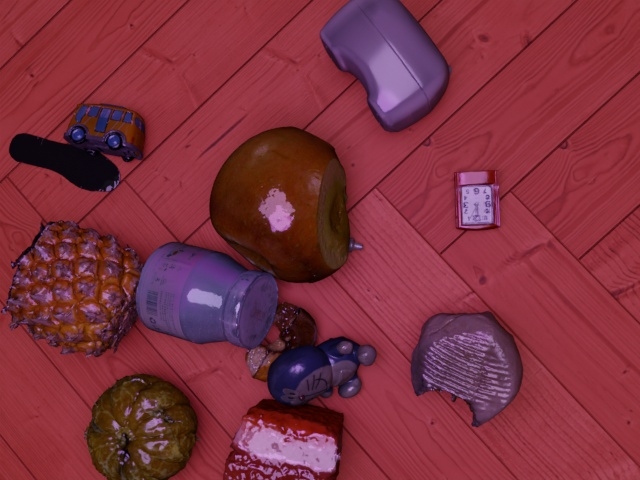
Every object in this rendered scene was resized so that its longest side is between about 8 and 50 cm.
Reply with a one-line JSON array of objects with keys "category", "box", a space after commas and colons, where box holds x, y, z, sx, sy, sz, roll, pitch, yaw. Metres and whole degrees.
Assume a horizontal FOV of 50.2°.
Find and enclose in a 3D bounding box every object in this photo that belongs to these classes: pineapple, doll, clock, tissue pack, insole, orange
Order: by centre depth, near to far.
[{"category": "doll", "box": [-0.007, 0.329, 1.719, 0.259, 0.228, 0.154, -17, 54, -34]}, {"category": "tissue pack", "box": [0.177, -0.463, 1.735, 0.236, 0.229, 0.333, -37, 83, 6]}, {"category": "pineapple", "box": [-0.611, 0.130, 1.764, 0.300, 0.352, 0.352, 28, 91, -2]}, {"category": "orange", "box": [-0.454, 0.503, 1.770, 0.300, 0.223, 0.301, 18, 89, 23]}, {"category": "clock", "box": [0.406, -0.103, 1.777, 0.113, 0.061, 0.154, -2, 90, 7]}, {"category": "insole", "box": [-0.728, -0.225, 1.945, 0.349, 0.009, 0.118, 17, 88, 7]}]

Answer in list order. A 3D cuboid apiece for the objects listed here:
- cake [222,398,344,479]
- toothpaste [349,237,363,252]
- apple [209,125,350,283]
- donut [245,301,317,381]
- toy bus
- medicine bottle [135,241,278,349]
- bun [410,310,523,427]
[{"category": "cake", "box": [-0.088, 0.571, 1.697, 0.270, 0.269, 0.319, 13, 89, 6]}, {"category": "toothpaste", "box": [0.000, 0.000, 1.833, 0.234, 0.038, 0.060, 9, 83, 10]}, {"category": "apple", "box": [-0.075, -0.089, 1.700, 0.384, 0.374, 0.374, 35, 92, -10]}, {"category": "donut", "box": [-0.101, 0.267, 1.784, 0.217, 0.141, 0.085, -53, 44, -1]}, {"category": "toy bus", "box": [-0.585, -0.303, 1.874, 0.210, 0.126, 0.136, 10, 79, 7]}, {"category": "medicine bottle", "box": [-0.277, 0.146, 1.722, 0.290, 0.245, 0.244, 12, 89, 22]}, {"category": "bun", "box": [0.365, 0.293, 1.693, 0.282, 0.205, 0.281, 2, 99, 16]}]
